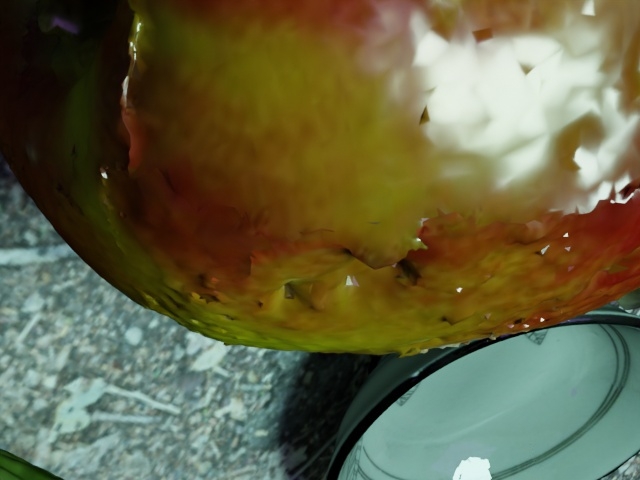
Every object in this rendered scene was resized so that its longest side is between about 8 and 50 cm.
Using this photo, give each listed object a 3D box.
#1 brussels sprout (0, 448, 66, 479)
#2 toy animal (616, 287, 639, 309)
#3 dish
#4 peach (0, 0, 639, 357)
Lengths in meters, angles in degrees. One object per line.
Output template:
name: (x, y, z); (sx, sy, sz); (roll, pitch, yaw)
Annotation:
brussels sprout: (-0.197, 0.211, 0.463); (0.247, 0.328, 0.328); (-52, 136, -10)
toy animal: (0.346, 0.022, 0.955); (0.168, 0.233, 0.121); (-27, 129, 26)
dish: (0.137, 0.129, 0.824); (0.316, 0.106, 0.316); (-12, 139, -10)
peach: (0.050, -0.103, 0.489); (0.416, 0.353, 0.339); (-3, 114, -43)
